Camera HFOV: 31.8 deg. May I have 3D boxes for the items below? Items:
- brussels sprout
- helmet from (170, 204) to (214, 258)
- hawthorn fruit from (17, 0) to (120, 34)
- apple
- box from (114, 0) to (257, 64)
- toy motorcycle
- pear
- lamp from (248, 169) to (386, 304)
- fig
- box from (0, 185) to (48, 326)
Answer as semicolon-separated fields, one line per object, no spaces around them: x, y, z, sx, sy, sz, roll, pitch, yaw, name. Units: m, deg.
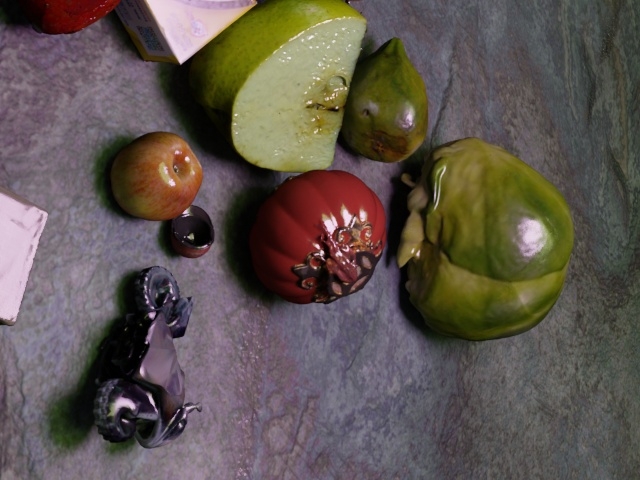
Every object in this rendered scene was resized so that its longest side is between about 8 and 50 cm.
0.308;-0.004;2.069;0.276;0.315;0.371;11;70;-73;brussels sprout
-0.190;-0.006;1.642;0.065;0.049;0.084;6;49;-18;helmet
-0.317;-0.346;1.442;0.148;0.172;0.148;-16;90;-77;hawthorn fruit
-0.227;-0.087;1.566;0.126;0.102;0.126;11;76;-49;apple
-0.224;-0.398;1.562;0.168;0.097;0.265;-42;125;-24;box
-0.227;0.171;1.535;0.159;0.106;0.270;53;38;-37;toy motorcycle
-0.083;-0.241;1.699;0.292;0.159;0.292;-26;138;-26;pear
0.000;0.000;1.740;0.227;0.227;0.227;8;79;-49;lamp
0.102;-0.246;1.945;0.167;0.167;0.233;6;58;-50;fig
-0.453;-0.011;1.249;0.231;0.149;0.155;32;62;-44;box
